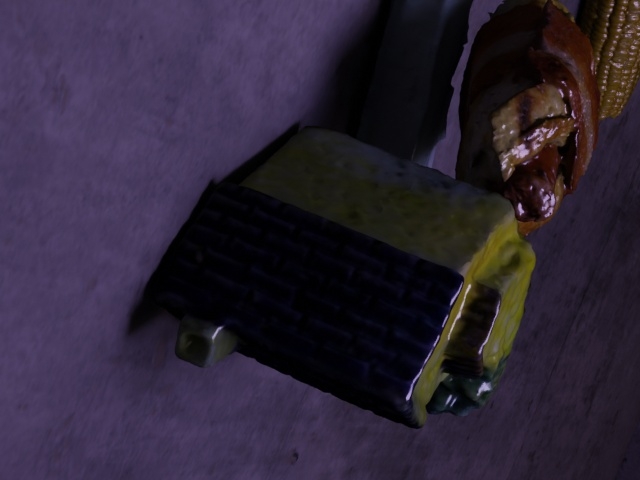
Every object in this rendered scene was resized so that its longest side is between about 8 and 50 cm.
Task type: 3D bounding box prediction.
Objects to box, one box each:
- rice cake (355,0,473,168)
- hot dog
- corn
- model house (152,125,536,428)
[{"bbox_3d":[0.081,-0.168,1.389,0.066,0.063,0.336,-31,141,-58],"label":"rice cake"},{"bbox_3d":[0.150,-0.083,1.359,0.213,0.103,0.146,-79,-179,-47],"label":"hot dog"},{"bbox_3d":[0.297,-0.222,1.909,0.080,0.080,0.238,-46,151,-48],"label":"corn"},{"bbox_3d":[0.012,0.055,1.246,0.211,0.194,0.170,-40,150,-56],"label":"model house"}]
